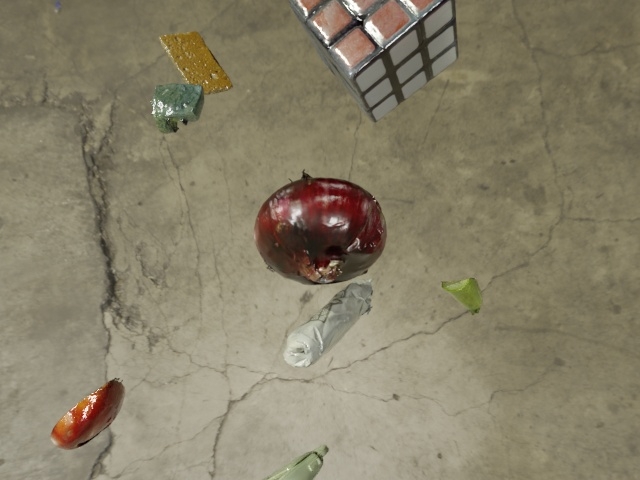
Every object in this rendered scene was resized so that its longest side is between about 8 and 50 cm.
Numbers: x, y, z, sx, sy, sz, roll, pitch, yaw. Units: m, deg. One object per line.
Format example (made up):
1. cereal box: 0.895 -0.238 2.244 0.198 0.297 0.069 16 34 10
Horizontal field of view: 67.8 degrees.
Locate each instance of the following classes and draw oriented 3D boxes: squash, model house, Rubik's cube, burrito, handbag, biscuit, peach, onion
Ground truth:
1. squash: 0.411 0.148 1.335 0.090 0.200 0.075 -26 48 20
2. model house: -0.246 -0.233 0.841 0.083 0.066 0.079 0 78 4
3. Rubik's cube: 0.145 -0.548 1.231 0.303 0.301 0.305 -35 74 10
4. burrito: 0.044 0.212 1.292 0.101 0.139 0.445 32 32 17
5. handbag: -0.088 0.630 1.263 0.256 0.219 0.079 -45 78 31
6. biscuit: -0.360 -0.512 1.380 0.131 0.025 0.231 -24 75 -32
7. peach: -0.615 0.486 1.305 0.068 0.189 0.279 47 113 19
8. onion: 0.000 0.000 1.084 0.313 0.314 0.233 0 59 0
